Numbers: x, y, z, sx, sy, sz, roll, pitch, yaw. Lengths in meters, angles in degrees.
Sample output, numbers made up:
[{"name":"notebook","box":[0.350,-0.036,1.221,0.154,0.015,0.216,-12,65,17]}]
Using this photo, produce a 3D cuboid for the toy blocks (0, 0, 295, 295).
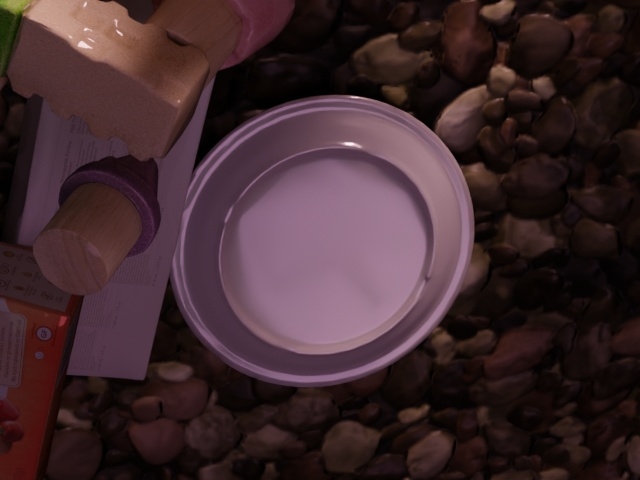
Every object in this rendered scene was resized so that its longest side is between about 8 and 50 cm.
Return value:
[{"name":"toy blocks","box":[-0.136,-0.173,0.917,0.288,0.260,0.309,28,133,2]}]

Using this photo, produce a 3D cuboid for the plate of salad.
[{"name":"plate of salad","box":[0.000,0.000,1.150,0.199,0.048,0.200,-5,112,-12]}]

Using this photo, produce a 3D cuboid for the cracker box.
[{"name":"cracker box","box":[-0.266,0.065,1.055,0.232,0.067,0.156,14,118,-2]}]

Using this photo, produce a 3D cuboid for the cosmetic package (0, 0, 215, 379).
[{"name":"cosmetic package","box":[-0.134,-0.032,1.080,0.099,0.060,0.239,5,120,-21]}]
